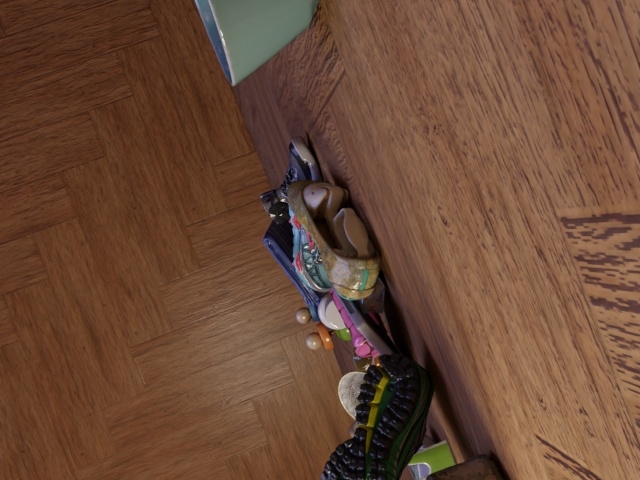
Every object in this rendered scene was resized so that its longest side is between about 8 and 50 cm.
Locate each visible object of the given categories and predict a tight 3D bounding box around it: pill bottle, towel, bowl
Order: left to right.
[{"bbox_3d":[-0.107,-0.395,0.984,0.311,0.163,0.311,159,90,-85],"label":"bowl"},{"bbox_3d":[-0.072,0.041,1.994,0.243,0.040,0.336,54,-168,-11],"label":"towel"},{"bbox_3d":[0.044,0.192,1.947,0.187,0.112,0.111,-157,47,-83],"label":"pill bottle"},{"bbox_3d":[0.139,0.406,1.845,0.080,0.170,0.170,-33,-73,-51],"label":"bowl"}]

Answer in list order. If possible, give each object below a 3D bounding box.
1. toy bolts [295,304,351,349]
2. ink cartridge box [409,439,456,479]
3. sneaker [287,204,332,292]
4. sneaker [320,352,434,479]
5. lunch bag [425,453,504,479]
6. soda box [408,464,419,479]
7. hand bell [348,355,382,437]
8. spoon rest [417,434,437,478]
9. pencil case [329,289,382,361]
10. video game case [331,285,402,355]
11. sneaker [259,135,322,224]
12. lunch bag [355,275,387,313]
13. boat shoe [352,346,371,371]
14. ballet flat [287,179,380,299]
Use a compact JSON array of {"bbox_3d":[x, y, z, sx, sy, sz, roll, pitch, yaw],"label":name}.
[{"bbox_3d":[-0.007,0.254,2.406,0.228,0.159,0.218,-126,16,-68],"label":"toy bolts"},{"bbox_3d":[0.200,0.532,1.344,0.097,0.189,0.255,119,131,-85],"label":"ink cartridge box"},{"bbox_3d":[0.000,0.000,1.587,0.125,0.104,0.261,3,109,49],"label":"sneaker"},{"bbox_3d":[0.116,0.375,1.206,0.134,0.343,0.146,22,176,41],"label":"sneaker"},{"bbox_3d":[0.176,0.488,1.052,0.305,0.256,0.212,79,169,-62],"label":"lunch bag"},{"bbox_3d":[0.213,0.470,1.615,0.183,0.063,0.058,-122,11,-62],"label":"soda box"},{"bbox_3d":[0.141,0.372,1.730,0.126,0.126,0.241,-132,44,-74],"label":"hand bell"},{"bbox_3d":[0.244,0.534,1.459,0.137,0.084,0.276,-139,28,-78],"label":"spoon rest"},{"bbox_3d":[0.086,0.177,1.641,0.098,0.095,0.209,49,-165,-53],"label":"pencil case"},{"bbox_3d":[0.114,0.194,1.402,0.212,0.023,0.193,49,-177,-25],"label":"video game case"},{"bbox_3d":[-0.076,-0.131,1.691,0.268,0.153,0.101,76,170,-52],"label":"sneaker"},{"bbox_3d":[0.100,0.094,1.362,0.071,0.053,0.083,-126,37,-71],"label":"lunch bag"},{"bbox_3d":[0.113,0.257,1.766,0.049,0.056,0.152,14,-102,-74],"label":"boat shoe"},{"bbox_3d":[0.029,-0.038,1.357,0.123,0.123,0.348,75,172,-48],"label":"ballet flat"}]
